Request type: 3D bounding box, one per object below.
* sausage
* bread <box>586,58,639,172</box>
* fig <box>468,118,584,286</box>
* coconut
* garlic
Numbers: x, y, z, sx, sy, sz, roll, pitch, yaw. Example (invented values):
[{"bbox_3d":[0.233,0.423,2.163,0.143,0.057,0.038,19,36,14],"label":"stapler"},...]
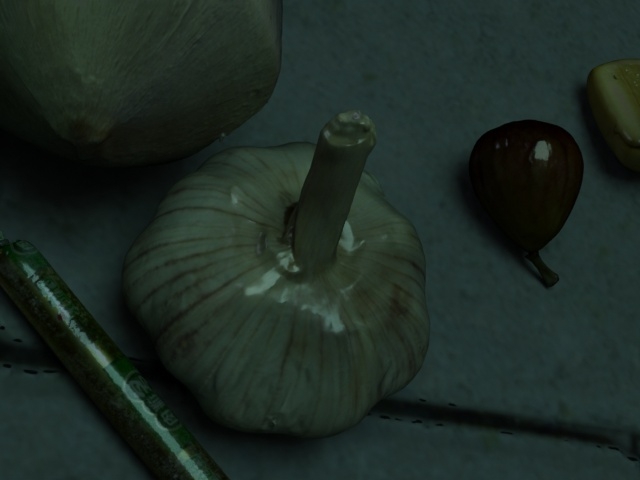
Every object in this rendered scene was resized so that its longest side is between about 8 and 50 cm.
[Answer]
[{"bbox_3d":[-0.112,0.098,0.711,0.269,0.033,0.033,49,52,5],"label":"sausage"},{"bbox_3d":[0.274,-0.103,1.021,0.082,0.056,0.115,-11,51,-12],"label":"bread"},{"bbox_3d":[0.159,-0.027,0.910,0.089,0.089,0.125,-1,84,-29],"label":"fig"},{"bbox_3d":[-0.127,-0.145,0.741,0.224,0.224,0.234,9,59,-24],"label":"coconut"},{"bbox_3d":[0.000,0.000,0.710,0.199,0.226,0.199,12,54,-17],"label":"garlic"}]
